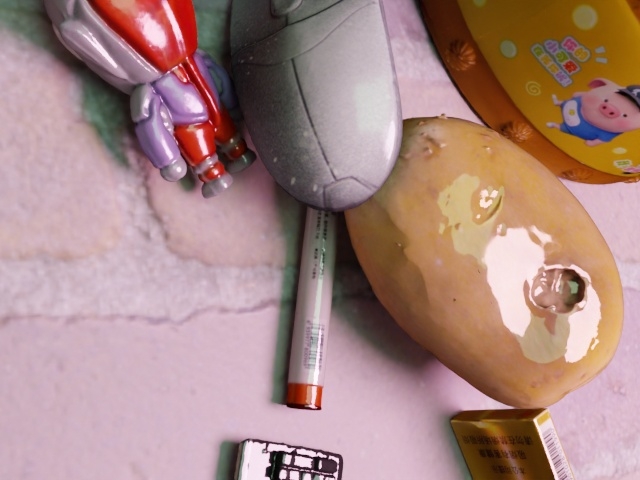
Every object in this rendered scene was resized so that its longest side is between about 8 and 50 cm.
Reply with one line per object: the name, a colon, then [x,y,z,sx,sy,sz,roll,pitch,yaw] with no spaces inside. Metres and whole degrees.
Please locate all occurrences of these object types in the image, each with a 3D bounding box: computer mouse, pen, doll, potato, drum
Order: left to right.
doll: [-0.112,-0.132,0.484,0.227,0.075,0.102,57,42,-22]
computer mouse: [-0.006,-0.130,0.514,0.068,0.113,0.229,33,42,-60]
pen: [0.000,0.000,0.557,0.028,0.028,0.239,15,72,-30]
potato: [0.118,0.011,0.561,0.150,0.146,0.234,-40,99,11]
drum: [0.299,-0.268,0.703,0.431,0.214,0.431,9,74,-32]

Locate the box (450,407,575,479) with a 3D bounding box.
box: [0.159,0.201,0.582,0.022,0.089,0.156,-22,93,-34]

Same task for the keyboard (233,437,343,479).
keyboard: [-0.032,0.244,0.485,0.093,0.025,0.230,18,70,-32]
